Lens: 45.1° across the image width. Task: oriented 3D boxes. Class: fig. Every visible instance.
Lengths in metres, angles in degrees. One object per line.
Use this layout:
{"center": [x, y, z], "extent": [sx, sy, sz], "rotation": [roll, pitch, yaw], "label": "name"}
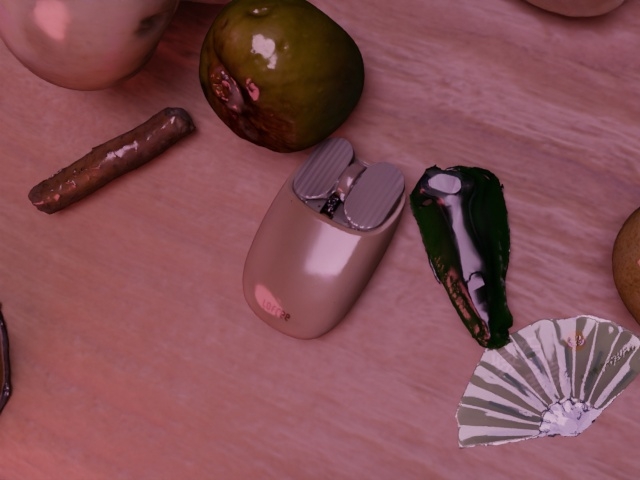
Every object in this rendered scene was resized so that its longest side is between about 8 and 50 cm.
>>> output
{"center": [-0.038, -0.192, 0.882], "extent": [0.181, 0.191, 0.181], "rotation": [18, 113, 49], "label": "fig"}

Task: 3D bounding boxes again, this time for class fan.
{"center": [0.248, 0.157, 0.854], "extent": [0.240, 0.009, 0.131], "rotation": [-30, 75, 11], "label": "fan"}

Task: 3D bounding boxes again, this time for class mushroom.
{"center": [-0.243, -0.364, 0.894], "extent": [0.353, 0.353, 0.325], "rotation": [-30, 92, 10], "label": "mushroom"}

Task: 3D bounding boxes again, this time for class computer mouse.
{"center": [0.000, 0.000, 0.902], "extent": [0.145, 0.082, 0.236], "rotation": [32, 94, 17], "label": "computer mouse"}

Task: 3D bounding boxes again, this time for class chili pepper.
{"center": [0.172, 0.015, 0.864], "extent": [0.108, 0.062, 0.216], "rotation": [-18, 81, 13], "label": "chili pepper"}

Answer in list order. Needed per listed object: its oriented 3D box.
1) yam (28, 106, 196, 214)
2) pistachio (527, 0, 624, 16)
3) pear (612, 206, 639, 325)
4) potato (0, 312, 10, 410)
{"center": [-0.271, -0.105, 1.000], "extent": [0.241, 0.057, 0.056], "rotation": [-27, 78, 13], "label": "yam"}
{"center": [0.258, -0.342, 0.852], "extent": [0.223, 0.126, 0.152], "rotation": [39, 128, 11], "label": "pistachio"}
{"center": [0.377, 0.031, 0.766], "extent": [0.167, 0.136, 0.167], "rotation": [0, 80, -2], "label": "pear"}
{"center": [-0.554, 0.174, 0.976], "extent": [0.247, 0.196, 0.299], "rotation": [26, 89, 15], "label": "potato"}
